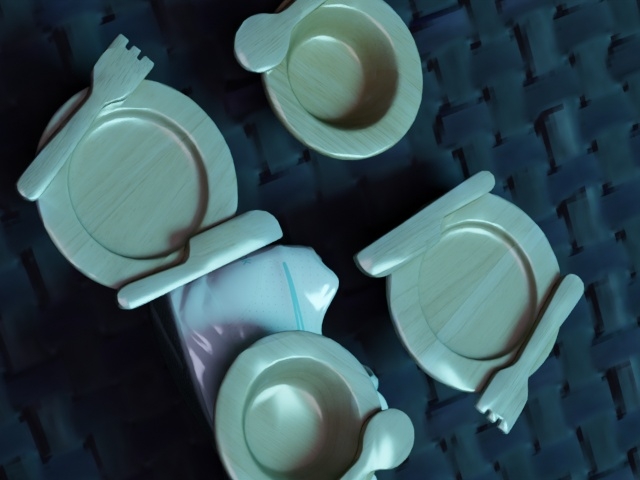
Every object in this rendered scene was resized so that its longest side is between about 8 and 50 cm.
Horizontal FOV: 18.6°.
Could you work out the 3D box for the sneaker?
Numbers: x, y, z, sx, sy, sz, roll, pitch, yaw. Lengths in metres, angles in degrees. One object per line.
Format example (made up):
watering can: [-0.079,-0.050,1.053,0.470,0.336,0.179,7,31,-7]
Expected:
sneaker: [-0.003,0.073,0.613,0.061,0.053,0.152,-21,107,-15]

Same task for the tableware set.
tableware set: [0.000,0.000,0.585,0.141,0.020,0.169,-39,100,-27]
